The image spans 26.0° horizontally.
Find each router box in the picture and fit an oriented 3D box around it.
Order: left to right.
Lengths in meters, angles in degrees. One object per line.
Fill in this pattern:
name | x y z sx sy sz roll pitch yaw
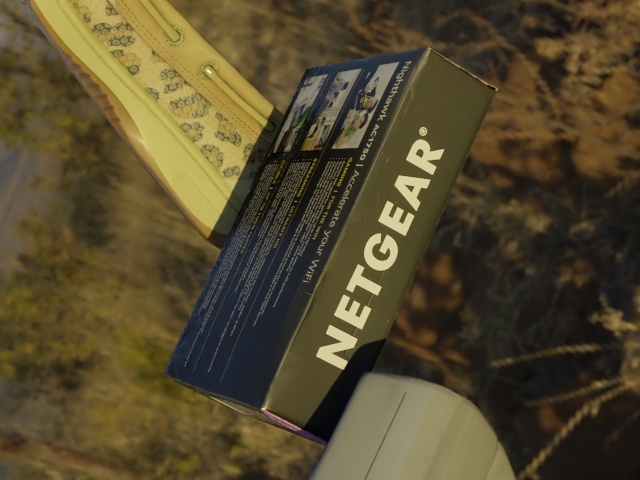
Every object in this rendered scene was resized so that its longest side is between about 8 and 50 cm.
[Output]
router box | 0.000 0.000 0.660 0.133 0.046 0.179 6 69 65

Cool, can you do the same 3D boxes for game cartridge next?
game cartridge | 0.042 0.202 0.629 0.294 0.060 0.196 72 -146 -46

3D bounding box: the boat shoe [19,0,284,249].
boat shoe | -0.105 -0.125 0.762 0.089 0.285 0.104 -37 30 -4
